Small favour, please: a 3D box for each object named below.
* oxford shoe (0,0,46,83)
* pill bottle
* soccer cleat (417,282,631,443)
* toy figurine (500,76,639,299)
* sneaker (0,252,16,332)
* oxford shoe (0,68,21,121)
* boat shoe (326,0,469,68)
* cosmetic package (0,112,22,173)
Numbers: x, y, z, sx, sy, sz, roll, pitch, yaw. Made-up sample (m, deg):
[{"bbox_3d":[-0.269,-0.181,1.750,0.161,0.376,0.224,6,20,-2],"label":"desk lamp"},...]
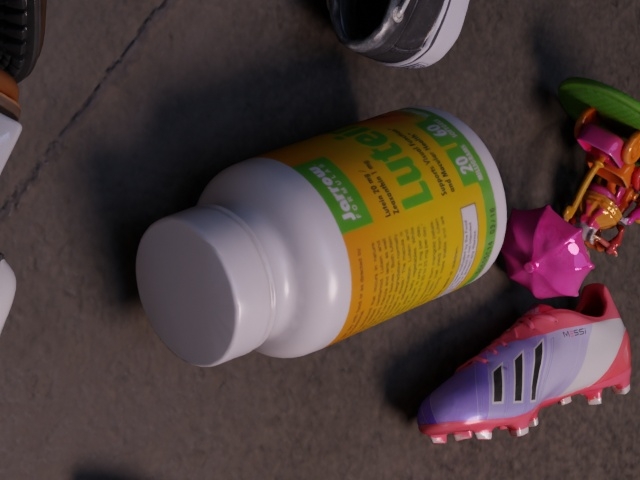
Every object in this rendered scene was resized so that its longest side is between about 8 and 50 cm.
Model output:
[{"bbox_3d":[-0.186,-0.208,1.115,0.096,0.083,0.227,-28,121,-57],"label":"oxford shoe"},{"bbox_3d":[0.000,0.000,1.261,0.246,0.136,0.136,-21,107,-41],"label":"pill bottle"},{"bbox_3d":[0.158,0.098,1.462,0.248,0.083,0.095,-11,90,-44],"label":"soccer cleat"},{"bbox_3d":[0.210,-0.021,1.501,0.159,0.130,0.173,-55,152,-10],"label":"toy figurine"},{"bbox_3d":[-0.262,0.133,1.065,0.297,0.111,0.129,-60,141,-15],"label":"sneaker"},{"bbox_3d":[-0.248,-0.137,1.063,0.212,0.076,0.076,37,63,-36],"label":"oxford shoe"},{"bbox_3d":[0.059,-0.279,1.318,0.105,0.113,0.306,7,97,-58],"label":"boat shoe"},{"bbox_3d":[-0.304,0.001,0.922,0.224,0.138,0.224,27,74,-14],"label":"cosmetic package"}]
